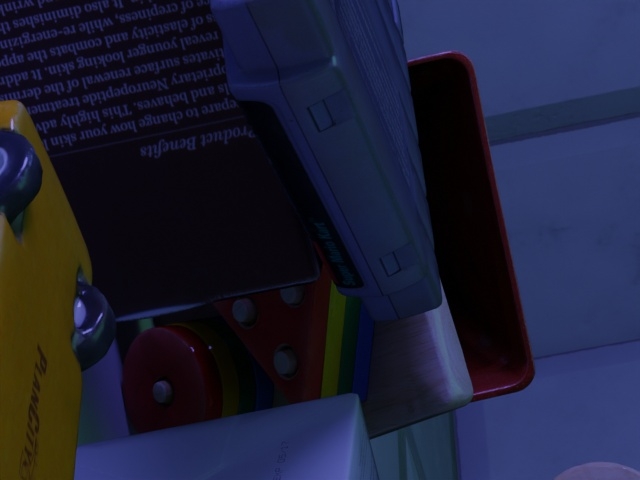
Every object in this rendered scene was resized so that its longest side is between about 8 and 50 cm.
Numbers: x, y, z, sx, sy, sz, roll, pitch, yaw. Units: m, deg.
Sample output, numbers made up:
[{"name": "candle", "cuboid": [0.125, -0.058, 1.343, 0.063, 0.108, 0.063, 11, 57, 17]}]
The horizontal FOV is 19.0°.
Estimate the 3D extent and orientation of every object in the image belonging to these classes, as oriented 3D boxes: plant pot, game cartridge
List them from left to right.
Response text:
[{"name": "game cartridge", "cuboid": [-0.003, -0.120, 1.015, 0.355, 0.068, 0.230, 62, 23, -61]}, {"name": "plant pot", "cuboid": [0.000, 0.000, 1.552, 0.236, 0.267, 0.267, -129, -153, -82]}]

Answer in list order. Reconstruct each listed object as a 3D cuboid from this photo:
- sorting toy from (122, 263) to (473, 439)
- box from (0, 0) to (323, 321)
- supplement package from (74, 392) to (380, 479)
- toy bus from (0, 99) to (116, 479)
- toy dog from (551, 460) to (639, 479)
[{"name": "sorting toy", "cuboid": [-0.051, 0.023, 1.273, 0.089, 0.257, 0.255, -7, 77, -45]}, {"name": "box", "cuboid": [-0.125, -0.153, 1.073, 0.143, 0.191, 0.381, -69, 147, -74]}, {"name": "supplement package", "cuboid": [-0.049, 0.254, 1.032, 0.199, 0.198, 0.262, -77, 154, -71]}, {"name": "toy bus", "cuboid": [-0.162, 0.094, 0.725, 0.332, 0.130, 0.108, -92, 167, -46]}, {"name": "toy dog", "cuboid": [0.114, 0.269, 1.061, 0.220, 0.161, 0.333, 75, 23, -51]}]
